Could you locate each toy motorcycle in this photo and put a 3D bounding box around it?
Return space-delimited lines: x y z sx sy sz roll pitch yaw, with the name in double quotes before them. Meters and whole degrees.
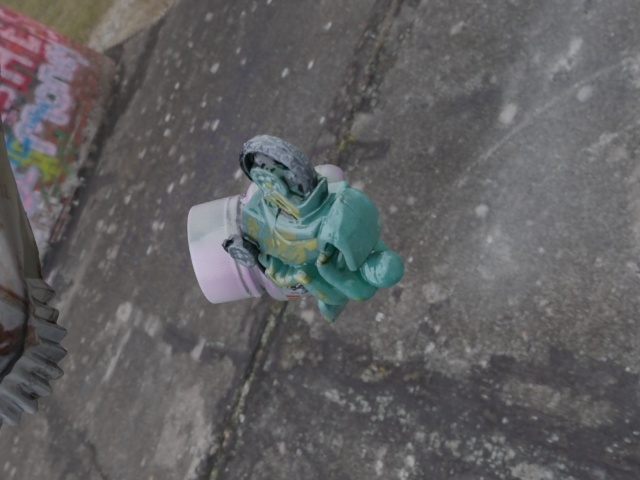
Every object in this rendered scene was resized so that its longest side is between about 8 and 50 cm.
"toy motorcycle" 0.000 0.001 0.839 0.109 0.198 0.296 -55 -10 -25

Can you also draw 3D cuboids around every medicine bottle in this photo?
"medicine bottle" -0.081 -0.003 1.465 0.302 0.241 0.241 -12 43 7

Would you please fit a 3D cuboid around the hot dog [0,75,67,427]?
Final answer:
"hot dog" -0.189 -0.033 0.325 0.069 0.131 0.252 141 109 -74
